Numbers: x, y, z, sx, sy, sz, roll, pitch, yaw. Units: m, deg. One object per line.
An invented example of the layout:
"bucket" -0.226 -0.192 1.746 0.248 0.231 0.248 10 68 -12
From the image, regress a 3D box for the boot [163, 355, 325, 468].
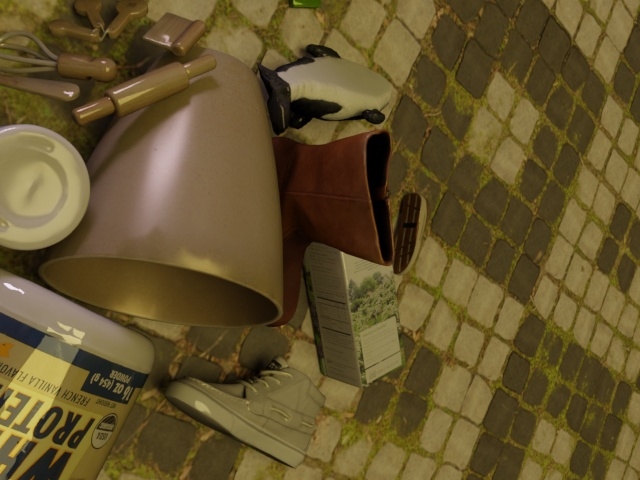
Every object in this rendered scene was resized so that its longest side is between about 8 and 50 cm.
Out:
"boot" -0.092 0.208 0.972 0.258 0.095 0.124 44 63 -42

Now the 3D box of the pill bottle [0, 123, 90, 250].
"pill bottle" -0.308 -0.055 0.694 0.111 0.186 0.112 -6 100 -38

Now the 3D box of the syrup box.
"syrup box" 0.047 0.084 1.050 0.093 0.096 0.237 -21 108 -37

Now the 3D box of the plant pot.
"plant pot" -0.152 -0.066 0.806 0.256 0.256 0.274 23 64 -38

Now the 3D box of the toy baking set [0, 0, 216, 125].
"toy baking set" -0.240 -0.184 0.744 0.256 0.196 0.030 -37 147 -32

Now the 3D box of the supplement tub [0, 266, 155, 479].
"supplement tub" -0.325 0.195 0.688 0.228 0.228 0.316 34 75 -36

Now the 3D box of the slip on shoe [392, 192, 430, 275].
"slip on shoe" 0.145 -0.008 1.150 0.041 0.051 0.136 23 75 -50

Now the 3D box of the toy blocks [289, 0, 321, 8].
"toy blocks" 0.026 -0.495 0.854 0.190 0.260 0.382 -11 102 -37

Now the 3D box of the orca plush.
"orca plush" -0.003 -0.174 0.968 0.151 0.102 0.287 41 31 3

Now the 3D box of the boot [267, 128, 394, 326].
"boot" 0.000 0.000 0.884 0.096 0.280 0.264 -2 97 -38
